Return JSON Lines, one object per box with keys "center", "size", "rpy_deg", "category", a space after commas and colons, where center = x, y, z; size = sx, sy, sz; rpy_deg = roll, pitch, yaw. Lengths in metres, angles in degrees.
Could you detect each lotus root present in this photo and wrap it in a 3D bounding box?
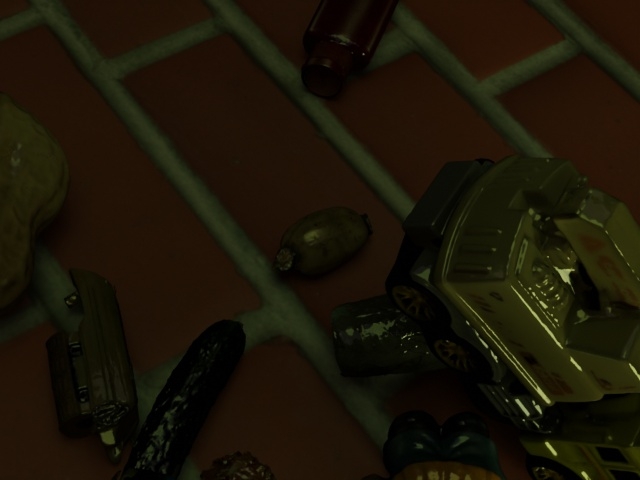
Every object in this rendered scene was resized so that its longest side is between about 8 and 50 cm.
{"center": [0.000, 0.000, 1.299], "size": [0.152, 0.063, 0.072], "rpy_deg": [-29, 73, -29], "category": "lotus root"}

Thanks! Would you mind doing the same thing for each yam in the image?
{"center": [0.102, 0.100, 1.210], "size": [0.183, 0.107, 0.107], "rpy_deg": [-8, 56, -3], "category": "yam"}

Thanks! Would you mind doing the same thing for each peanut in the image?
{"center": [-0.367, -0.049, 1.234], "size": [0.159, 0.143, 0.291], "rpy_deg": [-6, 58, 1], "category": "peanut"}

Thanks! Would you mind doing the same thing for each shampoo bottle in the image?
{"center": [0.044, -0.309, 1.521], "size": [0.102, 0.064, 0.260], "rpy_deg": [19, 54, 6], "category": "shampoo bottle"}

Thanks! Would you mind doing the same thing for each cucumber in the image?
{"center": [-0.143, 0.171, 1.154], "size": [0.067, 0.067, 0.245], "rpy_deg": [20, 55, 7], "category": "cucumber"}

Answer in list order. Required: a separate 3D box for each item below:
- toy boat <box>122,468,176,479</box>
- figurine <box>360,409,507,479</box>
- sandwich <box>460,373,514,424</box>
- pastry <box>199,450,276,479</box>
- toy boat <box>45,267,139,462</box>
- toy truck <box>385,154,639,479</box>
{"center": [-0.173, 0.361, 0.973], "size": [0.092, 0.134, 0.298], "rpy_deg": [24, 64, -19], "category": "toy boat"}
{"center": [0.126, 0.299, 1.014], "size": [0.185, 0.204, 0.332], "rpy_deg": [2, 54, -4], "category": "figurine"}
{"center": [0.200, 0.164, 1.229], "size": [0.069, 0.026, 0.101], "rpy_deg": [-13, 56, -14], "category": "sandwich"}
{"center": [-0.087, 0.282, 1.085], "size": [0.087, 0.063, 0.169], "rpy_deg": [7, 55, 0], "category": "pastry"}
{"center": [-0.248, 0.129, 1.170], "size": [0.088, 0.068, 0.226], "rpy_deg": [-13, 58, -10], "category": "toy boat"}
{"center": [0.251, 0.094, 1.058], "size": [0.405, 0.254, 0.180], "rpy_deg": [51, 62, -25], "category": "toy truck"}
